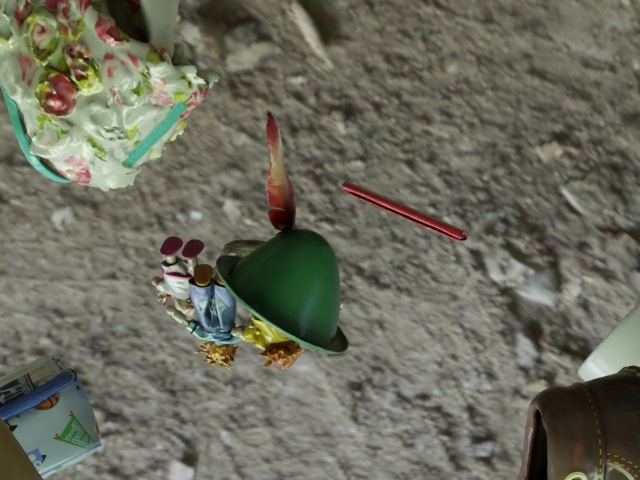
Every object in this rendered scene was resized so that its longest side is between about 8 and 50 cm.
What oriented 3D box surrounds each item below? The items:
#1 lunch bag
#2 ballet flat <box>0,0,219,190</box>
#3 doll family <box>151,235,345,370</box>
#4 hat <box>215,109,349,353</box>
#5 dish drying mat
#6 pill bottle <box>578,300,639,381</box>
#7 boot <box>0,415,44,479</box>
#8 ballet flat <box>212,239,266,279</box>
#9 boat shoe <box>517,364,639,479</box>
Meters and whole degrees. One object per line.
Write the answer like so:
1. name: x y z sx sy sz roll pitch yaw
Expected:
1. lunch bag: -0.377 0.228 1.589 0.243 0.303 0.115 -26 94 -11
2. ballet flat: -0.101 -0.135 0.530 0.077 0.091 0.241 -26 80 21
3. doll family: -0.103 0.099 1.803 0.262 0.163 0.118 7 48 9
4. hat: 0.000 0.000 1.527 0.173 0.208 0.184 41 103 26
5. dish drying mat: 0.054 -0.018 0.900 0.083 0.032 0.008 23 96 13
6. pill bottle: 0.267 0.117 0.854 0.208 0.119 0.119 44 99 14
7. boot: -0.213 0.046 0.743 0.270 0.236 0.089 58 151 1
8. ballet flat: -0.115 0.051 1.845 0.250 0.084 0.058 -30 46 59
9. boat shoe: 0.080 0.126 0.480 0.073 0.073 0.207 -116 29 -53
